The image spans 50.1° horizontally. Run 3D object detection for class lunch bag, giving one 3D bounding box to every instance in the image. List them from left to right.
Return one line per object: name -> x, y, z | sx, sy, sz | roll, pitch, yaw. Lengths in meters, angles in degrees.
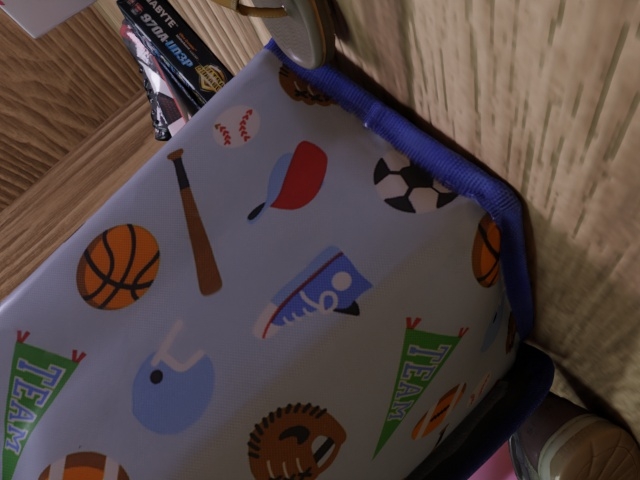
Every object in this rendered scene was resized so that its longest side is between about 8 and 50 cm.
lunch bag -> -0.010, 0.114, 0.512 | 0.239, 0.328, 0.385 | 44, 174, 29

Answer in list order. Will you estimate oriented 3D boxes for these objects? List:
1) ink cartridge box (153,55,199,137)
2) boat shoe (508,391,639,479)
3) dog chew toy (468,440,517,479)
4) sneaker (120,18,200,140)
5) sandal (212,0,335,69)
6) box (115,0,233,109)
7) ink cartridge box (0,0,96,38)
ink cartridge box -> -0.148, -0.087, 0.943 | 0.275, 0.060, 0.239 | 60, -174, 35
boat shoe -> 0.233, 0.219, 0.618 | 0.285, 0.103, 0.092 | 55, 178, -42
dog chew toy -> 0.229, 0.314, 1.060 | 0.332, 0.206, 0.206 | 38, 173, 27
sneaker -> -0.244, -0.238, 1.115 | 0.276, 0.135, 0.097 | 49, 179, -6
sandal -> -0.051, -0.145, 0.315 | 0.072, 0.049, 0.180 | 45, 176, 40
box -> -0.194, -0.254, 0.957 | 0.175, 0.051, 0.220 | 48, 177, -10
ink cartridge box -> -0.400, -0.415, 0.804 | 0.283, 0.117, 0.207 | 57, 179, 7
